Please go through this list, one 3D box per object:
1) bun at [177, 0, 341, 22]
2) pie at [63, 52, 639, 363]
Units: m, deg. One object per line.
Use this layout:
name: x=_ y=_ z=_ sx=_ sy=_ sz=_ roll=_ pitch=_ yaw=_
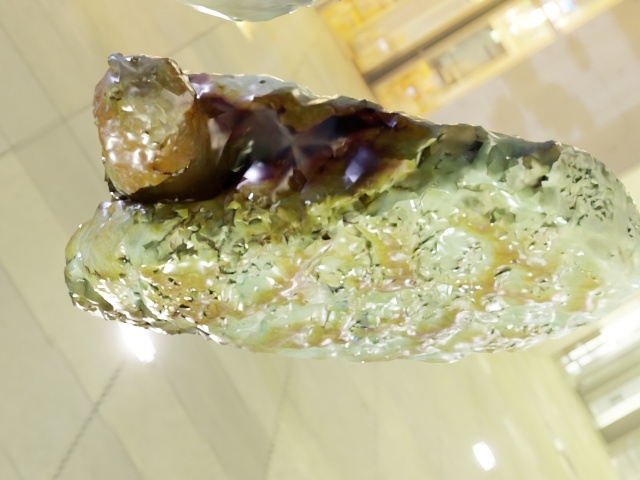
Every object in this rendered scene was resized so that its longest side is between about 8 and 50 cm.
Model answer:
bun: x=0.002 y=-0.234 z=0.991 sx=0.273 sy=0.273 sz=0.168 roll=23 pitch=44 yaw=-77
pie: x=0.020 y=0.007 z=1.177 sx=0.395 sy=0.418 sz=0.180 roll=128 pitch=-27 yaw=-73
